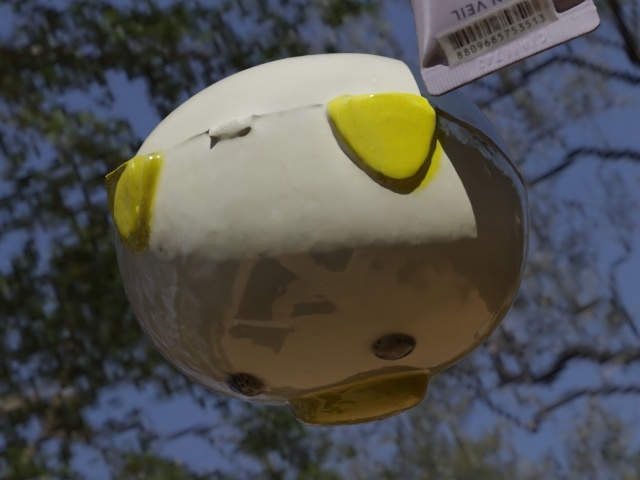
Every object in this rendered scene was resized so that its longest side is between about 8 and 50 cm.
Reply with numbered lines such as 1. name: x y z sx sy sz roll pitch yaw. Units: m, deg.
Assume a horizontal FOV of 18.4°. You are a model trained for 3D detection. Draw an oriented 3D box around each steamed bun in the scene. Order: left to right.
1. steamed bun: 0.000 -0.006 1.767 0.374 0.334 0.334 -18 -27 21

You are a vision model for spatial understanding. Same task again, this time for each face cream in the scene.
1. face cream: 0.123 -0.263 1.665 0.154 0.274 0.096 -22 -24 11
